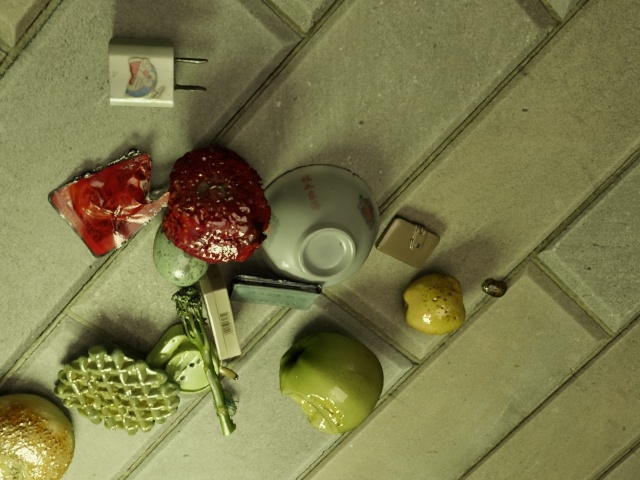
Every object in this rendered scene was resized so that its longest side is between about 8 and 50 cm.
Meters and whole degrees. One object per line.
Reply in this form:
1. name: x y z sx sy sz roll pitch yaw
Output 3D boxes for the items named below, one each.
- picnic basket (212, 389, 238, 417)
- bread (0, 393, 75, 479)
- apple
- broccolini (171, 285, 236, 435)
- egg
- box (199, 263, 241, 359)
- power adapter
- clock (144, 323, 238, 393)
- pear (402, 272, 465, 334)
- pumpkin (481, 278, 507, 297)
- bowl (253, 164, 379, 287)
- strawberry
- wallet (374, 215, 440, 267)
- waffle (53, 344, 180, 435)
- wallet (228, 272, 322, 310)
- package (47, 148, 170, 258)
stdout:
1. picnic basket: -0.266 0.455 1.945 0.065 0.083 0.083 -29 162 1
2. bread: -0.780 0.541 1.806 0.305 0.159 0.306 -6 115 -12
3. apple: 0.031 0.368 1.861 0.278 0.279 0.279 -5 116 -11
4. broccolini: -0.285 0.302 1.791 0.078 0.074 0.393 -7 102 38
5. egg: -0.333 0.025 1.678 0.132 0.132 0.172 -12 105 -7
6. box: -0.255 0.178 1.765 0.058 0.141 0.201 -15 119 -11
7. power adapter: -0.341 -0.355 1.496 0.204 0.125 0.130 -1 115 -12
8. clock: -0.333 0.333 1.860 0.232 0.069 0.170 33 104 -25
9. pear: 0.303 0.173 1.892 0.177 0.178 0.178 -5 116 -11
10. pumpkin: 0.493 0.138 1.984 0.083 0.028 0.050 15 113 -15
11. bowl: 0.000 0.000 1.731 0.345 0.157 0.346 -5 116 -10
12. strawberry: -0.211 -0.075 1.587 0.220 0.274 0.274 -1 126 36
13. wallet: 0.232 0.005 1.854 0.152 0.039 0.118 24 110 -21
14. waffle: -0.519 0.392 1.812 0.309 0.056 0.291 38 123 -22
15. wallet: -0.118 0.132 1.765 0.221 0.167 0.036 10 68 -11
16. package: -0.473 -0.087 1.630 0.269 0.071 0.194 -29 104 6
